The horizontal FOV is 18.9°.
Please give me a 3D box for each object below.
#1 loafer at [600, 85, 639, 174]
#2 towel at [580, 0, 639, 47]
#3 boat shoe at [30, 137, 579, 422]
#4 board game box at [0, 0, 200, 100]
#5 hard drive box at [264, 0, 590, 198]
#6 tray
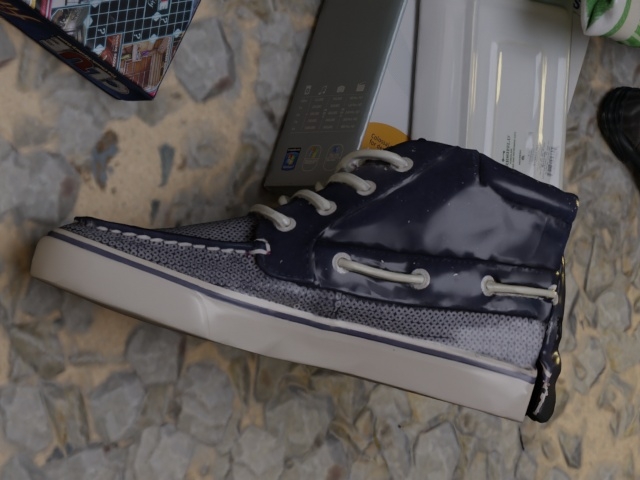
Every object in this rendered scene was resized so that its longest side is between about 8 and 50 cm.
[{"bbox_3d":[0.292,-0.056,1.543,0.170,0.061,0.062,44,63,-32],"label":"loafer"},{"bbox_3d":[0.244,-0.259,1.380,0.325,0.038,0.248,-12,103,-67],"label":"towel"},{"bbox_3d":[0.000,0.000,1.209,0.340,0.127,0.158,16,86,-13],"label":"boat shoe"},{"bbox_3d":[-0.125,-0.233,1.215,0.165,0.042,0.243,37,68,-33],"label":"board game box"},{"bbox_3d":[0.083,-0.109,1.356,0.181,0.089,0.232,27,73,-37],"label":"hard drive box"},{"bbox_3d":[0.123,-0.055,1.313,0.145,0.030,0.270,5,88,-40],"label":"tray"}]
